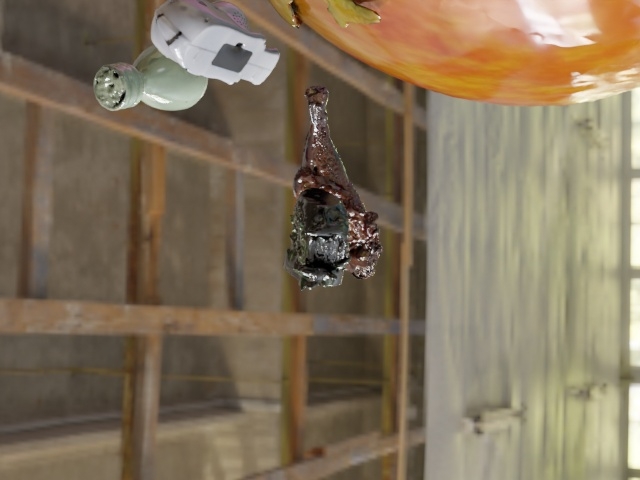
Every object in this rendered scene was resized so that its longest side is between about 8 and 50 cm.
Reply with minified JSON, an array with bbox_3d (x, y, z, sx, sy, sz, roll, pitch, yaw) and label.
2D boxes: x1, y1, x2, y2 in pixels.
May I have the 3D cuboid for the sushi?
[{"bbox_3d":[0.000,0.000,1.154,0.084,0.056,0.083,-118,33,-72],"label":"sushi"}]

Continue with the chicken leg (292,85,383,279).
[{"bbox_3d":[0.013,-0.056,1.255,0.053,0.093,0.205,-34,-78,-34],"label":"chicken leg"}]

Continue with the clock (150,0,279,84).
[{"bbox_3d":[-0.144,-0.261,1.514,0.176,0.117,0.080,8,-56,-51],"label":"clock"}]

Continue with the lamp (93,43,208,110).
[{"bbox_3d":[-0.240,-0.228,1.729,0.193,0.106,0.106,-26,-64,-53],"label":"lamp"}]

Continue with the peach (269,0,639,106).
[{"bbox_3d":[0.128,-0.234,0.563,0.370,0.370,0.370,0,-90,-72],"label":"peach"}]
